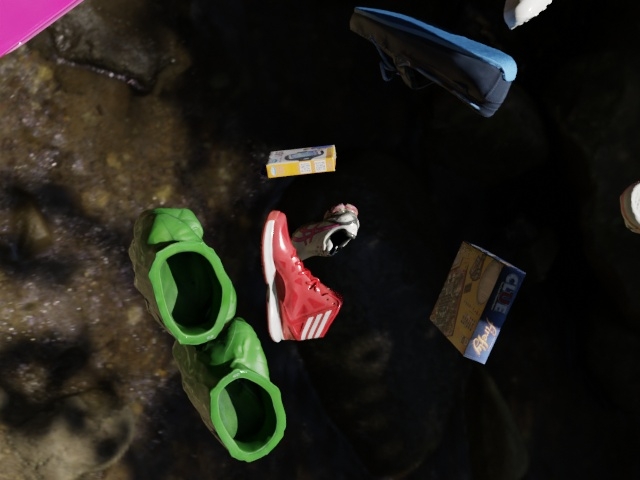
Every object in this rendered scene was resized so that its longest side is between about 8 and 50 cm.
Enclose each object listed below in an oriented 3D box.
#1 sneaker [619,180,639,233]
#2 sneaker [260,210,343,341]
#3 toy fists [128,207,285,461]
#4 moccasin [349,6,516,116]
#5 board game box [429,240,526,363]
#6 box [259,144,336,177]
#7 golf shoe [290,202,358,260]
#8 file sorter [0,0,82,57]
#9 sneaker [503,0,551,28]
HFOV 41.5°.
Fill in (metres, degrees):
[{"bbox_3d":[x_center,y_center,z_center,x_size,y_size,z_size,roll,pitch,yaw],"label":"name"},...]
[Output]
[{"bbox_3d":[0.303,-0.028,0.794,0.134,0.070,0.050,-5,85,-41],"label":"sneaker"},{"bbox_3d":[-0.025,0.057,1.389,0.087,0.128,0.221,-63,150,-72],"label":"sneaker"},{"bbox_3d":[-0.120,0.093,0.887,0.096,0.142,0.279,-30,115,-18],"label":"toy fists"},{"bbox_3d":[0.174,-0.316,1.483,0.138,0.342,0.116,-13,127,-42],"label":"moccasin"},{"bbox_3d":[0.266,0.100,1.471,0.042,0.243,0.165,22,97,-9],"label":"board game box"},{"bbox_3d":[-0.041,-0.142,1.521,0.081,0.136,0.028,-85,170,-67],"label":"box"},{"bbox_3d":[0.000,0.000,1.724,0.067,0.186,0.086,30,41,-33],"label":"golf shoe"},{"bbox_3d":[-0.345,-0.344,0.833,0.202,0.182,0.290,-34,108,6],"label":"file sorter"},{"bbox_3d":[0.360,-0.459,1.453,0.095,0.090,0.235,45,57,-24],"label":"sneaker"}]
